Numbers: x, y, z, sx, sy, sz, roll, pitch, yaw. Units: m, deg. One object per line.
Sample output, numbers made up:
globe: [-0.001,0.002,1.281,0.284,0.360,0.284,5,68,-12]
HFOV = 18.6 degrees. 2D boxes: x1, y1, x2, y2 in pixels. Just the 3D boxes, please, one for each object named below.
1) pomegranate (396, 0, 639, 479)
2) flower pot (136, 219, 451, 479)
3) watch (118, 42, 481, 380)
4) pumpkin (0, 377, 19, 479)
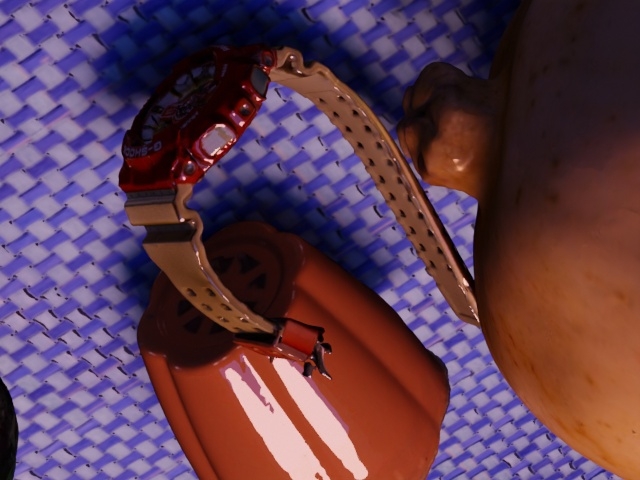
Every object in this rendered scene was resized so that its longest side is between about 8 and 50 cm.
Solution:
pomegranate: [0.243,-0.035,1.174,0.411,0.411,0.411,-15,141,-13]
flower pot: [-0.029,0.089,1.331,0.190,0.190,0.173,-31,131,6]
watch: [-0.007,-0.001,1.211,0.165,0.102,0.268,-47,115,-26]
pumpkin: [-0.292,0.140,1.266,0.202,0.140,0.202,-13,138,-12]
